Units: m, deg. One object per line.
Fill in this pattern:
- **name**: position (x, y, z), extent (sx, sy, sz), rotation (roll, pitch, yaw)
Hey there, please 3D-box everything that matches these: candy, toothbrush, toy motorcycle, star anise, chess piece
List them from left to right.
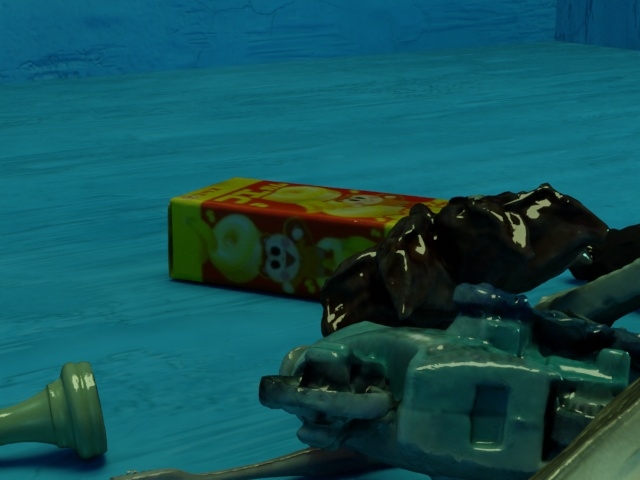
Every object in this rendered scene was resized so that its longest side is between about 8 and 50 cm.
- **chess piece**: position (-0.200, 0.123, 1.031), extent (0.103, 0.067, 0.067), rotation (-12, 16, -12)
- **candy**: position (0.000, 0.000, 1.499), extent (0.276, 0.088, 0.146), rotation (7, 16, 23)
- **toothbrush**: position (0.020, 0.143, 1.034), extent (0.354, 0.024, 0.029), rotation (-6, 7, -25)
- **star anise**: position (0.092, 0.020, 1.152), extent (0.223, 0.109, 0.236), rotation (-31, -13, -3)
- **toy motorcycle**: position (0.094, 0.101, 0.960), extent (0.260, 0.154, 0.206), rotation (6, 2, 1)

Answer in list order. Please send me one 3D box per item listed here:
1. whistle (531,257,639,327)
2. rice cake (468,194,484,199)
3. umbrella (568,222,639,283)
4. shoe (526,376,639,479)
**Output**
- **whistle**: position (0.326, 0.034, 1.163), extent (0.404, 0.188, 0.168), rotation (13, 18, 42)
- **rice cake**: position (0.197, -0.016, 1.696), extent (0.033, 0.033, 0.207), rotation (-3, 14, -9)
- **umbrella**: position (0.354, 0.039, 1.396), extent (0.113, 0.106, 0.357), rotation (4, 2, -32)
- **shoe**: position (0.197, 0.143, 0.769), extent (0.316, 0.159, 0.124), rotation (-30, -14, -34)
